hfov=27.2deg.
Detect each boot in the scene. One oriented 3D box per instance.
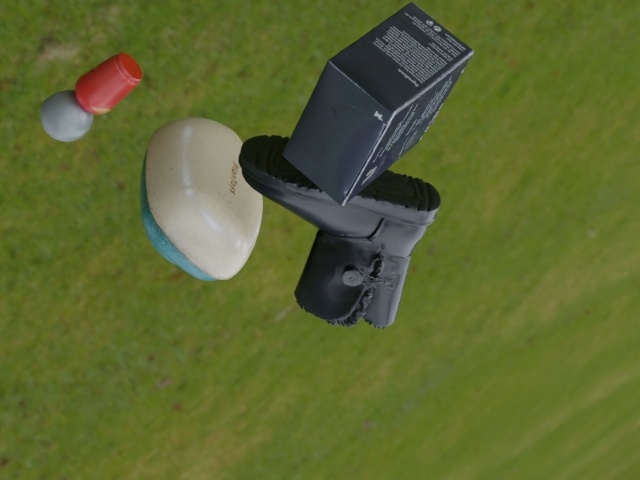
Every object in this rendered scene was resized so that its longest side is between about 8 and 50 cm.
[{"bbox_3d":[0.000,0.000,1.563,0.094,0.247,0.207,-86,-166,-53],"label":"boot"}]

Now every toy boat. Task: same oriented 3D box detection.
[{"bbox_3d":[-0.210,-0.096,1.709,0.148,0.318,0.267,-33,-155,24],"label":"toy boat"}]

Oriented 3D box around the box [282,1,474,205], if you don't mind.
[{"bbox_3d":[0.060,-0.145,1.403,0.158,0.093,0.156,-41,167,-40],"label":"box"}]
